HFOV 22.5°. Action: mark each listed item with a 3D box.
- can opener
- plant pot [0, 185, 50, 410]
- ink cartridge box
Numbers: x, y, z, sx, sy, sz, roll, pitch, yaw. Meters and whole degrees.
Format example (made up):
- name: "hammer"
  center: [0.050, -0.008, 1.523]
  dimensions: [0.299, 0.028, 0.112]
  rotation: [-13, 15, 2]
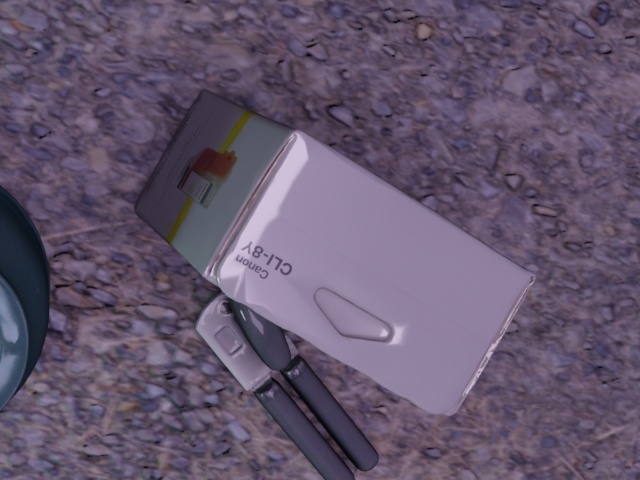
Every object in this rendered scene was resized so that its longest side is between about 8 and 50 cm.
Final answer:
- name: "can opener"
  center: [-0.034, 0.166, 1.760]
  dimensions: [0.074, 0.093, 0.280]
  rotation: [-39, 113, -6]
- name: "plant pot"
  center: [-0.385, 0.074, 1.552]
  dimensions: [0.271, 0.255, 0.272]
  rotation: [-3, 102, -15]
- name: "ink cartridge box"
  center: [0.000, 0.000, 1.576]
  dimensions: [0.279, 0.384, 0.160]
  rotation: [30, 91, -19]
